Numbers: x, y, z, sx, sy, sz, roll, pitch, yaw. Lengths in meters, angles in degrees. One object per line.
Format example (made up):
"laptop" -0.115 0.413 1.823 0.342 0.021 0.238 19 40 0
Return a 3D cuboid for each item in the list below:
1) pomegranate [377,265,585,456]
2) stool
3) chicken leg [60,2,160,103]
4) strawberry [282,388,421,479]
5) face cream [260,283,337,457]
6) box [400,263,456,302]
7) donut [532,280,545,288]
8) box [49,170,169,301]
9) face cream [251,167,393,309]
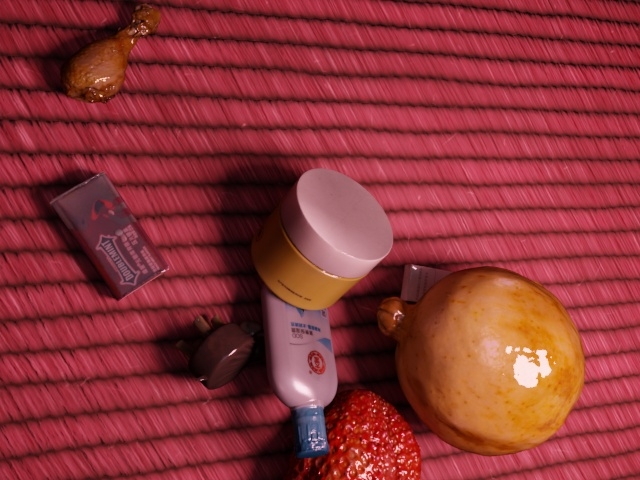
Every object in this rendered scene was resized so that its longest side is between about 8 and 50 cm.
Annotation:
"pomegranate" 0.301 0.221 1.156 0.411 0.410 0.409 1 86 -17
"stool" -0.178 0.203 1.136 0.121 0.125 0.217 41 39 22
"chicken leg" -0.399 -0.365 1.127 0.107 0.087 0.251 34 72 -4
"strawberry" 0.057 0.437 1.143 0.250 0.239 0.288 16 72 -46
"face cream" -0.036 0.237 1.115 0.163 0.080 0.336 23 47 -40
"box" 0.262 0.107 1.323 0.155 0.040 0.083 11 81 -17
"donut" 0.497 0.150 1.392 0.097 0.043 0.108 -5 87 -17
"box" -0.397 -0.007 1.110 0.120 0.069 0.224 -33 98 -17
"face cream" 0.000 0.000 1.128 0.218 0.179 0.218 24 41 -23
